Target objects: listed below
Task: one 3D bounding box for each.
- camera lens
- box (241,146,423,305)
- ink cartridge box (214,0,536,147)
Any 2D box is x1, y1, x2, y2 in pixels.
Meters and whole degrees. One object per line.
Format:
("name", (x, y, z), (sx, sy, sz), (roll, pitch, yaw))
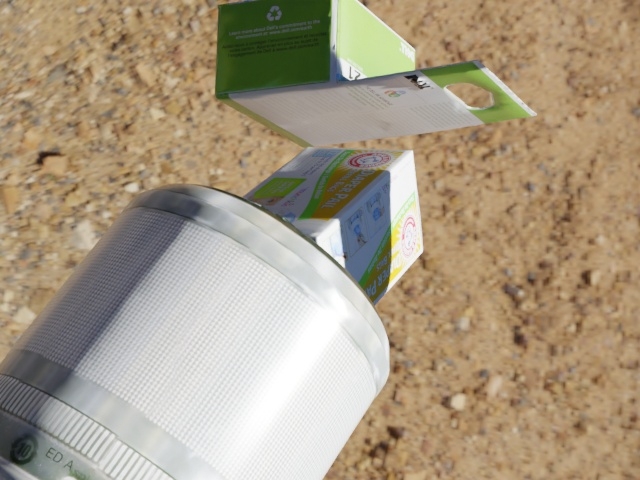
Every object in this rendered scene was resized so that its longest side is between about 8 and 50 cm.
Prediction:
("camera lens", (-0.101, 0.116, 0.802), (0.219, 0.219, 0.274), (44, 65, -19))
("box", (0.000, 0.000, 1.045), (0.203, 0.114, 0.103), (-44, 131, -54))
("ink cartridge box", (0.056, -0.166, 1.135), (0.189, 0.255, 0.097), (22, 66, -62))
